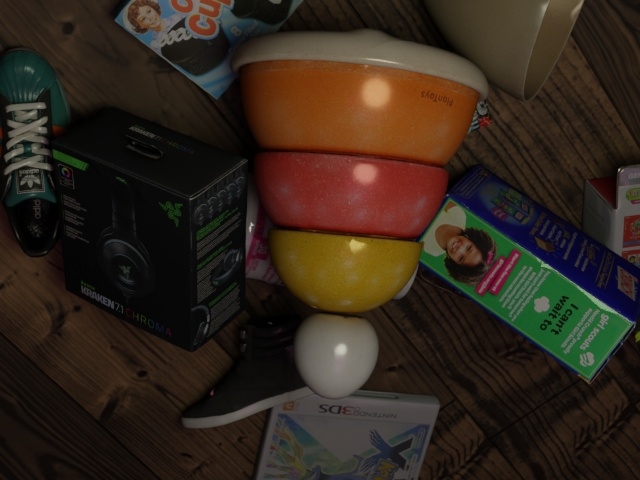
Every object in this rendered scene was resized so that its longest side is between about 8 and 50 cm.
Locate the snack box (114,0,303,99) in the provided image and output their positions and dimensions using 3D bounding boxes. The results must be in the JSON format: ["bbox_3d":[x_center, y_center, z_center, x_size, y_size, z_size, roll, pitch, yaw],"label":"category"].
[{"bbox_3d":[-0.114,-0.375,1.519,0.187,0.060,0.322,36,106,-24],"label":"snack box"}]

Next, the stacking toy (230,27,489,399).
[{"bbox_3d":[0.028,-0.025,1.481,0.351,0.350,0.479,7,89,-15],"label":"stacking toy"}]

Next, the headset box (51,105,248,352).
[{"bbox_3d":[-0.236,-0.026,1.546,0.246,0.131,0.283,24,130,24],"label":"headset box"}]

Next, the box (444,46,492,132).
[{"bbox_3d":[0.199,-0.223,1.677,0.094,0.027,0.137,-23,119,1],"label":"box"}]

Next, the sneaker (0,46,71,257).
[{"bbox_3d":[-0.406,-0.117,1.562,0.108,0.121,0.302,-6,118,-8],"label":"sneaker"}]

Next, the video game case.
[{"bbox_3d":[0.033,0.409,1.970,0.300,0.036,0.329,7,116,-14],"label":"video game case"}]

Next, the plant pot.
[{"bbox_3d":[0.252,-0.357,1.509,0.191,0.284,0.284,25,114,15],"label":"plant pot"}]

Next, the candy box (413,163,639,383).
[{"bbox_3d":[0.314,0.037,1.633,0.317,0.268,0.122,34,111,9],"label":"candy box"}]

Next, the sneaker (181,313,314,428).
[{"bbox_3d":[-0.121,0.210,1.811,0.296,0.104,0.146,-23,92,22],"label":"sneaker"}]

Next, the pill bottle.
[{"bbox_3d":[0.000,0.000,1.679,0.283,0.160,0.160,11,114,-16],"label":"pill bottle"}]

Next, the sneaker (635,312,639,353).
[{"bbox_3d":[0.613,0.023,1.698,0.147,0.145,0.384,3,115,-46],"label":"sneaker"}]

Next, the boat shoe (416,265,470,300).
[{"bbox_3d":[0.254,0.064,1.813,0.207,0.073,0.073,12,115,-15],"label":"boat shoe"}]

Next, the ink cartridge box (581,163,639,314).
[{"bbox_3d":[0.597,-0.035,1.794,0.310,0.130,0.271,-7,117,-8],"label":"ink cartridge box"}]
